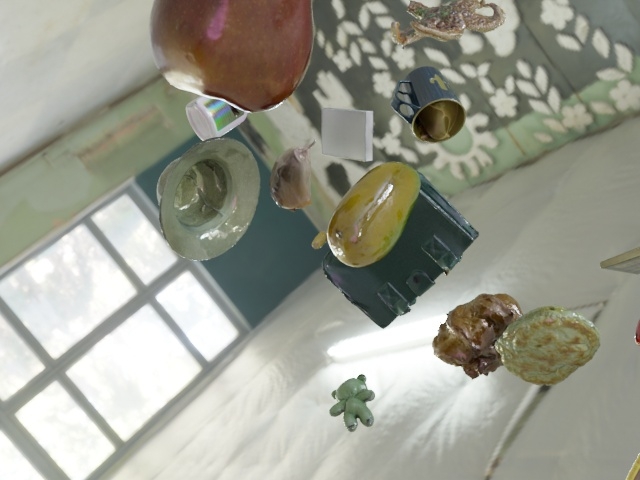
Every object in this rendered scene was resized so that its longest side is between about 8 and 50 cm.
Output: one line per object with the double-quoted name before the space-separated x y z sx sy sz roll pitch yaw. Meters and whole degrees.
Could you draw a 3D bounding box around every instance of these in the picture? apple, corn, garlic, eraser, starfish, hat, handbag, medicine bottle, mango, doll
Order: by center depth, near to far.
"starfish" 0.196 -0.332 1.165 0.209 0.150 0.053 -40 148 -43
"apple" -0.150 -0.380 1.334 0.288 0.288 0.317 -56 161 -66
"garlic" -0.053 -0.126 1.435 0.084 0.152 0.066 4 -156 1
"mango" 0.112 -0.056 1.471 0.114 0.156 0.251 20 -120 46
"hat" -0.256 -0.101 1.564 0.130 0.257 0.257 25 -125 39
"eraser" 0.055 -0.223 1.612 0.023 0.104 0.150 -10 -163 -36
"doll" 0.077 0.377 1.735 0.115 0.078 0.150 -27 -152 9
"handbag" 0.174 0.024 1.755 0.326 0.238 0.089 -48 173 27
"corn" 0.000 0.000 1.794 0.027 0.028 0.083 -36 -174 23
"medicine bottle" -0.264 -0.359 2.081 0.078 0.115 0.219 -16 -160 39

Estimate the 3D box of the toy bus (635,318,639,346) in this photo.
"toy bus" 0.756 0.202 1.625 0.195 0.089 0.081 7 -103 49

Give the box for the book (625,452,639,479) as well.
"book" 0.771 0.620 1.871 0.262 0.028 0.374 -3 119 -44

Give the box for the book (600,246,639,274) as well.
"book" 0.759 0.038 1.761 0.160 0.024 0.228 -27 158 36

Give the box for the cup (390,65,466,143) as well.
"cup" 0.246 -0.334 1.837 0.155 0.176 0.131 -102 -149 -43

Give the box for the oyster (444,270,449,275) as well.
"oyster" 0.310 0.012 1.863 0.029 0.086 0.132 0 -119 17

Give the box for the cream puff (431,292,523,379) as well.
"cream puff" 0.409 0.245 1.970 0.268 0.241 0.155 -24 -145 -20

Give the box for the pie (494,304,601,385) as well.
"pie" 0.498 0.227 1.717 0.248 0.200 0.090 122 -11 -46
